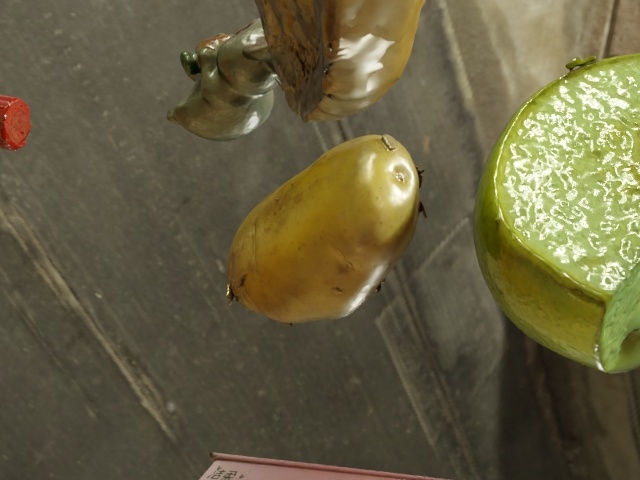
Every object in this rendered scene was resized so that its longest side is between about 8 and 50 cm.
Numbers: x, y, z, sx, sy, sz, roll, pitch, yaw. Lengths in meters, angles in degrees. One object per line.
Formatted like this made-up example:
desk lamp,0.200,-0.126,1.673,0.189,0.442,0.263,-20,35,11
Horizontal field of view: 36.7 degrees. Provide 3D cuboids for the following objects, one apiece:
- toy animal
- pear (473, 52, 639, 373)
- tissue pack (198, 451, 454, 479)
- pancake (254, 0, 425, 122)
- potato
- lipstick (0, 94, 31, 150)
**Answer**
toy animal,-0.084,-0.198,1.129,0.138,0.236,0.108,28,57,-30
pear,0.309,-0.006,1.037,0.342,0.238,0.318,-44,145,-20
tissue pack,0.014,0.237,0.652,0.092,0.246,0.148,-45,120,-43
pancake,-0.024,-0.248,0.503,0.082,0.387,0.387,-14,118,-14
potato,0.000,0.000,1.040,0.140,0.300,0.173,13,62,-31
lipstick,-0.523,-0.178,1.285,0.073,0.279,0.073,12,90,-75
